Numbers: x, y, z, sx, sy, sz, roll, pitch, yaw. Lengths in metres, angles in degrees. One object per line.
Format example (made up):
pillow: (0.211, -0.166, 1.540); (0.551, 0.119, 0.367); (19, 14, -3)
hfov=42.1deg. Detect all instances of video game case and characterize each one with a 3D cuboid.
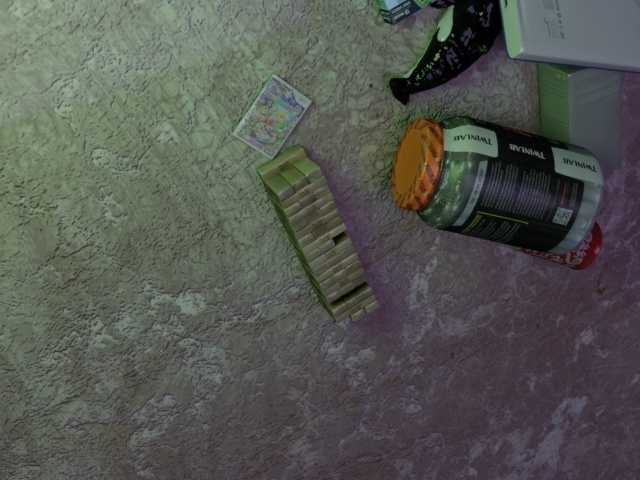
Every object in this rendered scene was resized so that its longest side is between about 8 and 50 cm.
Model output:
video game case: (-0.081, -0.207, 1.397); (0.087, 0.011, 0.122); (31, 98, -33)

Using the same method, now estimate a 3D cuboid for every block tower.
block tower: (0.000, 0.000, 1.486); (0.091, 0.097, 0.336); (-31, 122, -9)

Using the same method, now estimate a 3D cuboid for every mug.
mug: (0.469, -0.024, 1.705); (0.169, 0.150, 0.113); (11, 145, -25)

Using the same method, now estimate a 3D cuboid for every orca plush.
orca plush: (0.240, -0.346, 1.425); (0.287, 0.102, 0.151); (-36, 124, -5)

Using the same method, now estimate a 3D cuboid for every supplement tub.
supplement tub: (0.311, -0.103, 1.493); (0.337, 0.207, 0.207); (12, 109, -16)

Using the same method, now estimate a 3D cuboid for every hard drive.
hard drive: (0.444, -0.408, 1.453); (0.318, 0.040, 0.210); (-2, 80, -29)

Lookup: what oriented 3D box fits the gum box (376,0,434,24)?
gum box: (0.143, -0.472, 1.350); (0.157, 0.041, 0.184); (-32, 118, -8)

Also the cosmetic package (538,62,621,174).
cosmetic package: (0.502, -0.238, 1.603); (0.127, 0.107, 0.238); (-19, 123, -16)
